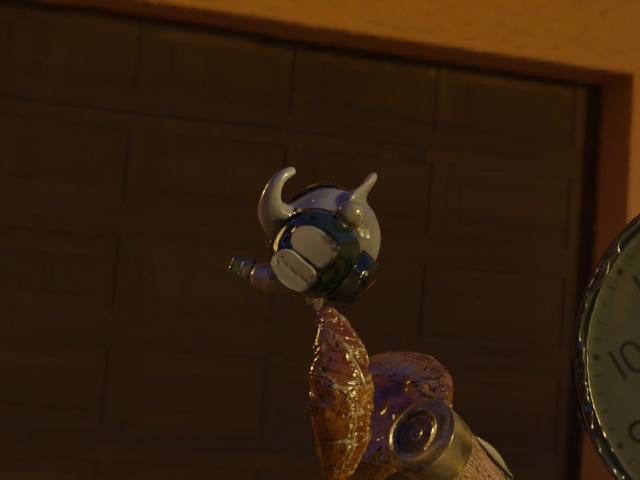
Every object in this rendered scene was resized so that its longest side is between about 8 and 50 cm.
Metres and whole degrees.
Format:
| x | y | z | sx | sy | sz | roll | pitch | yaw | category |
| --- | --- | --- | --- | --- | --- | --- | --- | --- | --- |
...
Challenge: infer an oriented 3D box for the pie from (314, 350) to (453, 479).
| x | y | z | sx | sy | sz | roll | pitch | yaw | category |
| --- | --- | --- | --- | --- | --- | --- | --- | --- | --- |
| 0.104 | 0.281 | 1.826 | 0.273 | 0.273 | 0.069 | 0 | -43 | 37 | pie |

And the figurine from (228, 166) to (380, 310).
| x | y | z | sx | sy | sz | roll | pitch | yaw | category |
| --- | --- | --- | --- | --- | --- | --- | --- | --- | --- |
| 0.000 | 0.000 | 1.013 | 0.126 | 0.147 | 0.192 | 33 | 13 | 7 | figurine |

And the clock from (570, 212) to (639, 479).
| x | y | z | sx | sy | sz | roll | pitch | yaw | category |
| --- | --- | --- | --- | --- | --- | --- | --- | --- | --- |
| 0.343 | 0.091 | 0.830 | 0.313 | 0.312 | 0.061 | 3 | -4 | 15 | clock |

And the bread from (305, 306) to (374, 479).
| x | y | z | sx | sy | sz | roll | pitch | yaw | category |
| --- | --- | --- | --- | --- | --- | --- | --- | --- | --- |
| 0.030 | 0.202 | 1.469 | 0.076 | 0.233 | 0.105 | -7 | -6 | 28 | bread |

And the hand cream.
| x | y | z | sx | sy | sz | roll | pitch | yaw | category |
| --- | --- | --- | --- | --- | --- | --- | --- | --- | --- |
| 0.159 | 0.248 | 1.180 | 0.084 | 0.084 | 0.203 | -3 | -36 | 48 | hand cream |
